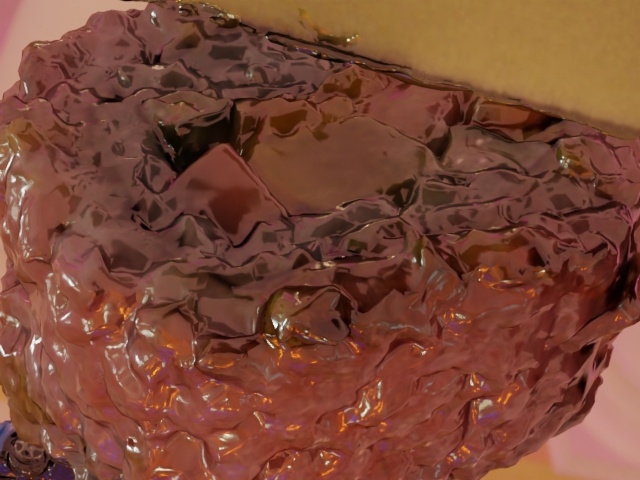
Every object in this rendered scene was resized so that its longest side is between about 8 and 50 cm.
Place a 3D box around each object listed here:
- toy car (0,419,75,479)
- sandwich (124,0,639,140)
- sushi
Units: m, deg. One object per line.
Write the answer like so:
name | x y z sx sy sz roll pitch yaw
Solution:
toy car | -0.165 0.185 1.244 0.216 0.103 0.063 9 -136 -15
sandwich | 0.027 -0.155 0.487 0.245 0.212 0.063 14 -177 -14
sushi | 0.000 0.000 0.664 0.270 0.171 0.236 -16 -135 -21
